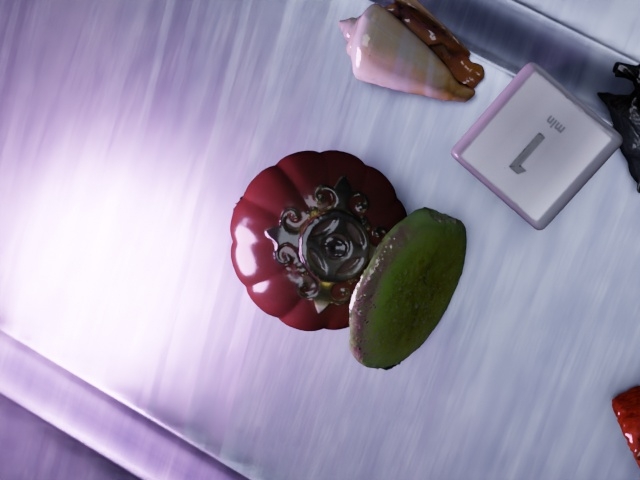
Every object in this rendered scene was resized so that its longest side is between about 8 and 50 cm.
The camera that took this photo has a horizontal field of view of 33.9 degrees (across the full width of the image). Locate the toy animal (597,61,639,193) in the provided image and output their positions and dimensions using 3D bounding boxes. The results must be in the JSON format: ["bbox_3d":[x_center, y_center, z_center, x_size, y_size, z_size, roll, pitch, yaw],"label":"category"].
[{"bbox_3d":[0.505,-0.185,1.723,0.117,0.121,0.210,9,101,30],"label":"toy animal"}]

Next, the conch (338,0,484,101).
[{"bbox_3d":[0.143,-0.311,1.789,0.255,0.127,0.158,34,68,-14],"label":"conch"}]

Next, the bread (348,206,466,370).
[{"bbox_3d":[0.146,0.085,1.708,0.045,0.301,0.301,29,98,33],"label":"bread"}]

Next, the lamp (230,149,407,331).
[{"bbox_3d":[0.000,0.000,1.735,0.303,0.257,0.303,-1,94,-12],"label":"lamp"}]

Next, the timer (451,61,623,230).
[{"bbox_3d":[0.348,-0.149,1.701,0.194,0.192,0.195,41,99,7],"label":"timer"}]

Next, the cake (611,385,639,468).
[{"bbox_3d":[0.644,0.359,1.629,0.270,0.270,0.319,-25,89,11],"label":"cake"}]
